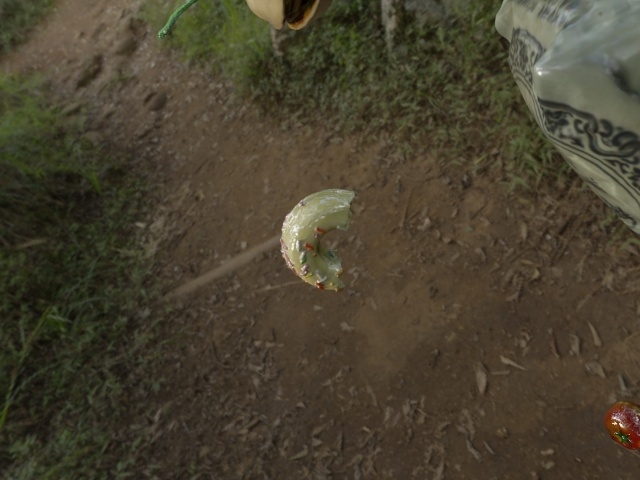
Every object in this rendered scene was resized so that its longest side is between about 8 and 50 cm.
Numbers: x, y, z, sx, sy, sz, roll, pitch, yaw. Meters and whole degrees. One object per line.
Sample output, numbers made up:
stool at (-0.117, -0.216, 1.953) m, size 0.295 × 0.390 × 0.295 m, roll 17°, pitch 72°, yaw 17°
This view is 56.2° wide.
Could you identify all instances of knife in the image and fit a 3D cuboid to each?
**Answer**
knife at (-0.166, -0.342, 0.849) m, size 0.166 × 0.022 × 0.078 m, roll -35°, pitch 30°, yaw 6°

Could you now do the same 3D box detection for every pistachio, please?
pistachio at (-0.061, -0.537, 1.241) m, size 0.187 × 0.187 × 0.299 m, roll -49°, pitch 20°, yaw 0°

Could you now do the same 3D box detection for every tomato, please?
tomato at (0.558, 0.328, 1.076) m, size 0.075 × 0.087 × 0.087 m, roll -42°, pitch 29°, yaw -23°

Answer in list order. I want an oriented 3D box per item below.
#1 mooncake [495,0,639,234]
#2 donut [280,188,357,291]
mooncake at (0.262, -0.123, 0.516) m, size 0.136 × 0.250 × 0.254 m, roll -41°, pitch 17°, yaw 25°
donut at (-0.005, 0.002, 0.895) m, size 0.065 × 0.108 × 0.166 m, roll -110°, pitch 27°, yaw -59°
